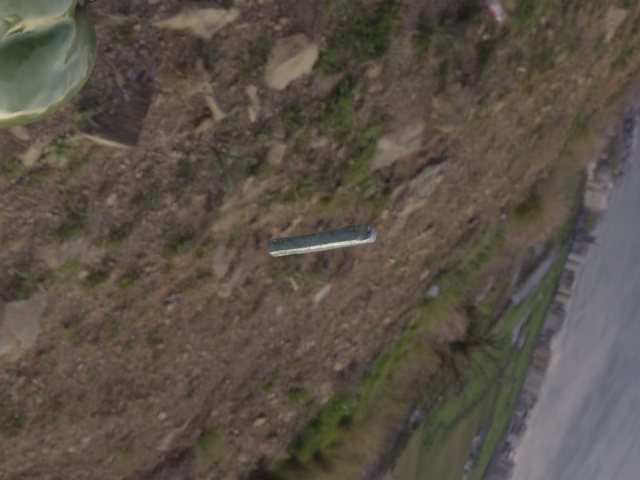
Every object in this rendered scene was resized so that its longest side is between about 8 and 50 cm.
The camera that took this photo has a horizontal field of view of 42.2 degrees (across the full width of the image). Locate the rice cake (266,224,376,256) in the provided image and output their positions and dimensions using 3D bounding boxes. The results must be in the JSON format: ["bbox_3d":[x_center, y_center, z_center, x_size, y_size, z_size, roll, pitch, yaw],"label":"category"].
[{"bbox_3d":[0.000,0.000,0.877,0.022,0.121,0.021,19,65,-66],"label":"rice cake"}]

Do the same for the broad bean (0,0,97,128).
[{"bbox_3d":[-0.188,-0.112,0.316,0.228,0.169,0.100,-3,132,-17],"label":"broad bean"}]
